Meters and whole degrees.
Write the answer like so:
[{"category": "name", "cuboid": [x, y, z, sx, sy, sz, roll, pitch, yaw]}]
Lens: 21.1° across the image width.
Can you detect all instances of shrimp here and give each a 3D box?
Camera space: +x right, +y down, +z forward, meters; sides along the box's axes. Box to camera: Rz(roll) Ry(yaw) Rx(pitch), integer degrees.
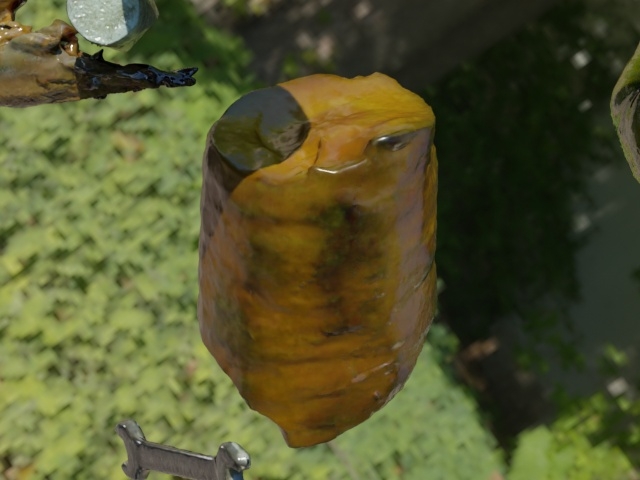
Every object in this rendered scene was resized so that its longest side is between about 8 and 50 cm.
[{"category": "shrimp", "cuboid": [-0.244, -0.181, 1.573, 0.066, 0.262, 0.117, -24, 112, -79]}]

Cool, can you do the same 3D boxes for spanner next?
[{"category": "spanner", "cuboid": [-0.106, 0.169, 1.307, 0.254, 0.015, 0.054, -4, -81, 64]}]

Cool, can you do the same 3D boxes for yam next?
[{"category": "yam", "cuboid": [-0.187, -0.206, 1.560, 0.068, 0.068, 0.169, 54, 3, -1]}]

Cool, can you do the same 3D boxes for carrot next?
[{"category": "carrot", "cuboid": [0.000, 0.000, 1.692, 0.241, 0.242, 0.340, -110, -161, -55]}]

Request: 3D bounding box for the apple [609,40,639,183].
[{"category": "apple", "cuboid": [0.422, -0.126, 1.620, 0.279, 0.279, 0.279, 51, 11, -14]}]
